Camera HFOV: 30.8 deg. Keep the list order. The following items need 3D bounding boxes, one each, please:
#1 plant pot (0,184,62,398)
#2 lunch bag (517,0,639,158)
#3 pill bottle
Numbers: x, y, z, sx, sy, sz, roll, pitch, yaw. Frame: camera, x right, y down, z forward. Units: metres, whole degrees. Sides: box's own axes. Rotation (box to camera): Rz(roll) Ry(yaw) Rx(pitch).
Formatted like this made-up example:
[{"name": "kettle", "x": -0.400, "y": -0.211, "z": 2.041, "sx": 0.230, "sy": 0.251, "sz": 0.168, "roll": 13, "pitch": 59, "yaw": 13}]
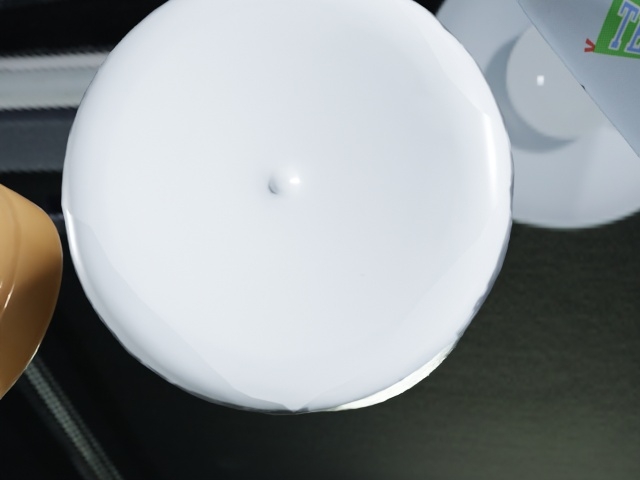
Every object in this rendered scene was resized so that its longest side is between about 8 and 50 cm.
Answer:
[{"name": "plant pot", "x": -0.439, "y": 0.034, "z": 1.181, "sx": 0.291, "sy": 0.291, "sz": 0.203, "roll": -13, "pitch": -36, "yaw": 27}, {"name": "lunch bag", "x": 0.354, "y": -0.169, "z": 0.701, "sx": 0.385, "sy": 0.239, "sz": 0.328, "roll": -38, "pitch": -92, "yaw": 19}, {"name": "pill bottle", "x": 0.000, "y": 0.000, "z": 0.438, "sx": 0.130, "sy": 0.130, "sz": 0.245, "roll": 5, "pitch": -8, "yaw": 6}]
